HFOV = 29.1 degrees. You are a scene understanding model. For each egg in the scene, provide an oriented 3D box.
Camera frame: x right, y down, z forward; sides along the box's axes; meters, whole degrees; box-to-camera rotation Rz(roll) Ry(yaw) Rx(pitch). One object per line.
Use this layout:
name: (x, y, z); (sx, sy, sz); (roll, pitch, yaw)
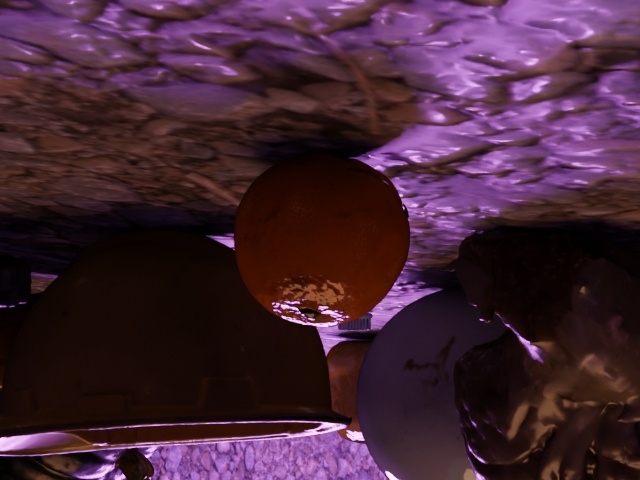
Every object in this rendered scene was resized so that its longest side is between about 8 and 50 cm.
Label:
egg: (0.118, 0.127, 0.980); (0.183, 0.183, 0.264); (5, 177, -13)

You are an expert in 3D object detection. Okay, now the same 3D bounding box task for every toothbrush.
toothbrush: (-0.054, 0.080, 1.250); (0.219, 0.019, 0.016); (0, 175, 17)

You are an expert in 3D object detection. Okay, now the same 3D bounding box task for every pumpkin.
pumpkin: (-0.250, 0.181, 1.307); (0.216, 0.250, 0.250); (45, 177, 11)

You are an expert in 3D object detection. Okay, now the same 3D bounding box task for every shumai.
shumai: (0.155, 0.073, 0.754); (0.206, 0.166, 0.175); (-35, 142, 16)

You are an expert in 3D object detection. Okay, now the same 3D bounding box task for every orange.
orange: (0.000, 0.000, 0.564); (0.083, 0.083, 0.083); (3, 171, 0)

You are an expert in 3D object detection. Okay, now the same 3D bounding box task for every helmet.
helmet: (-0.109, 0.064, 0.795); (0.257, 0.140, 0.205); (-4, 168, 14)

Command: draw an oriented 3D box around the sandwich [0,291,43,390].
sandwich: (-0.213, 0.070, 0.962); (0.186, 0.065, 0.214); (-15, 180, -30)

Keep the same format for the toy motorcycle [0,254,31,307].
toy motorcycle: (-0.317, 0.030, 0.712); (0.188, 0.143, 0.327); (5, -173, 18)

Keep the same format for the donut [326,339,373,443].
donut: (0.126, 0.184, 1.494); (0.261, 0.128, 0.208); (-6, 167, 35)
